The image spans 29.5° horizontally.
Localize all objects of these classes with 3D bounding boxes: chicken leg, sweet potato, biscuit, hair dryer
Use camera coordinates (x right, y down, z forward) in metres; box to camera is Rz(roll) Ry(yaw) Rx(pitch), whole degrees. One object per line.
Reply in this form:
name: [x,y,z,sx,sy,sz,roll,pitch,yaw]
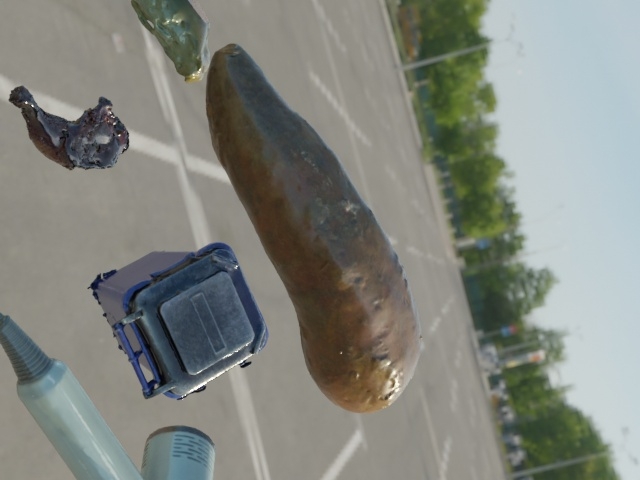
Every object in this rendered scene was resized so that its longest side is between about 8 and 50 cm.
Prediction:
chicken leg: [-0.298,-0.131,1.449,0.205,0.053,0.093,-5,113,-63]
sweet potato: [0.001,-0.001,0.846,0.097,0.097,0.292,-86,155,-69]
biscuit: [-0.257,-0.395,1.784,0.335,0.078,0.329,52,9,-38]
hair dryer: [-0.110,0.115,0.572,0.183,0.044,0.155,56,20,-35]

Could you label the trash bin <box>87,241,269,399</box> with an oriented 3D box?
trash bin: [-0.200,0.097,1.565,0.234,0.184,0.163,10,-55,61]
